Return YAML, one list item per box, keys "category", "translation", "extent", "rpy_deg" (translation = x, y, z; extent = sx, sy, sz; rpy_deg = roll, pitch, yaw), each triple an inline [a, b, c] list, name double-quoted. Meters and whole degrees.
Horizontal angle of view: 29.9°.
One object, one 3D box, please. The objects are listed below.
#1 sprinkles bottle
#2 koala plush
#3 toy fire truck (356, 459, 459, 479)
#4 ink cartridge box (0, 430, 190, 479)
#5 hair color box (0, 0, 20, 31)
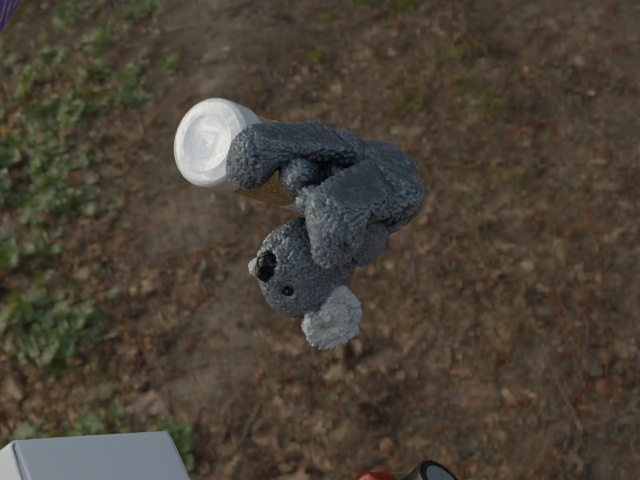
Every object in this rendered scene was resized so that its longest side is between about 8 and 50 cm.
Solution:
- category: "sprinkles bottle"
  translation: [-0.055, -0.107, 1.709]
  extent: [0.121, 0.121, 0.355]
  rpy_deg: [20, 4, 33]
- category: "koala plush"
  translation: [0.000, 0.000, 1.332]
  extent: [0.203, 0.221, 0.196]
  rpy_deg: [-12, 43, -43]
- category: "toy fire truck"
  translation: [0.063, 0.276, 0.948]
  extent: [0.246, 0.158, 0.217]
  rpy_deg: [10, 37, -51]
- category: "ink cartridge box"
  translation: [-0.269, 0.286, 1.077]
  extent: [0.278, 0.201, 0.117]
  rpy_deg: [-36, 67, 25]
- category: "hair color box"
  translation: [-0.296, -0.320, 1.004]
  extent: [0.185, 0.110, 0.338]
  rpy_deg: [24, 47, -9]
